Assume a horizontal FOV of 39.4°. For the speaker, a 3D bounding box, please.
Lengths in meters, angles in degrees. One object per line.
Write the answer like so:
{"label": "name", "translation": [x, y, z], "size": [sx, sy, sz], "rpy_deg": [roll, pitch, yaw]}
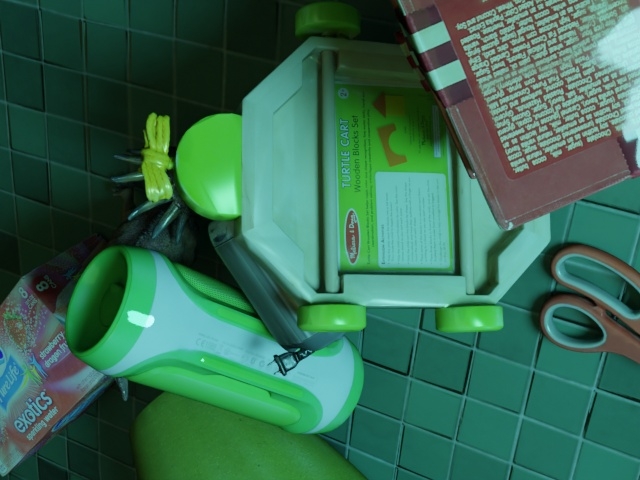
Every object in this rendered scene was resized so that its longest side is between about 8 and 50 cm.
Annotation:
{"label": "speaker", "translation": [-0.096, 0.105, 0.888], "size": [0.296, 0.131, 0.131], "rpy_deg": [27, 137, -37]}

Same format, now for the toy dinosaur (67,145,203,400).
{"label": "toy dinosaur", "translation": [-0.187, 0.012, 0.936], "size": [0.127, 0.296, 0.200], "rpy_deg": [23, 166, -10]}

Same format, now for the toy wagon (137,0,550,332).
{"label": "toy wagon", "translation": [0.024, -0.058, 0.735], "size": [0.068, 0.344, 0.267], "rpy_deg": [150, 120, -73]}

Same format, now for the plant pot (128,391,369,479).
{"label": "plant pot", "translation": [-0.082, 0.298, 1.008], "size": [0.293, 0.275, 0.275], "rpy_deg": [51, 128, 20]}

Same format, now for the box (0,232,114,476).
{"label": "box", "translation": [-0.343, 0.148, 1.132], "size": [0.154, 0.142, 0.300], "rpy_deg": [50, 126, 2]}

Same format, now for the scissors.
{"label": "scissors", "translation": [0.325, 0.109, 0.789], "size": [0.297, 0.021, 0.109], "rpy_deg": [33, 122, 23]}

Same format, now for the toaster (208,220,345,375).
{"label": "toaster", "translation": [0.000, 0.000, 0.821], "size": [0.146, 0.227, 0.129], "rpy_deg": [54, 160, -5]}

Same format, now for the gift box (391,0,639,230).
{"label": "gift box", "translation": [0.164, -0.194, 0.586], "size": [0.255, 0.258, 0.276], "rpy_deg": [-19, 102, 9]}
